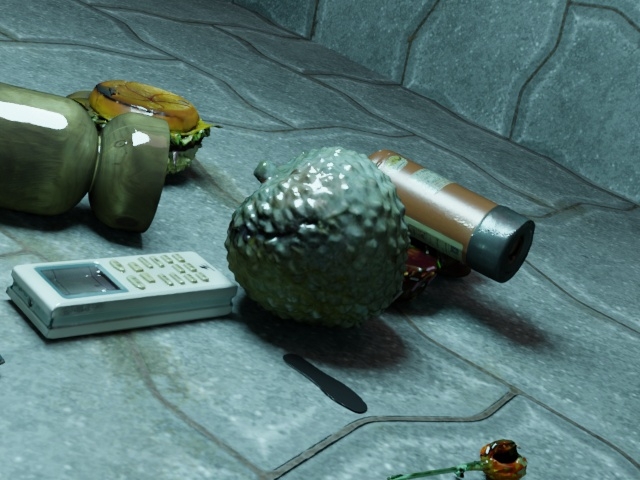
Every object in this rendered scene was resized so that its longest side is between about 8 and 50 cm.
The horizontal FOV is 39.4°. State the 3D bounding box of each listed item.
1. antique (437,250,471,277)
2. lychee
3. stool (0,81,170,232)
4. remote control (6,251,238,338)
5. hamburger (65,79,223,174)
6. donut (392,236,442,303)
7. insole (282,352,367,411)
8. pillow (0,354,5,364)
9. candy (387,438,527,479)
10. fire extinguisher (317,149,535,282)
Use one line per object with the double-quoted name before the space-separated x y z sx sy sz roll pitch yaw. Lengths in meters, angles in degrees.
"antique" 0.193 -0.021 1.640 0.143 0.121 0.257 2 25 -22
"lychee" 0.000 0.000 1.228 0.274 0.255 0.255 57 16 -12
"stool" -0.371 -0.119 1.305 0.264 0.179 0.179 10 22 -22
"remote control" -0.242 0.062 1.134 0.277 0.055 0.103 -4 30 -47
"hamburger" -0.322 -0.195 1.593 0.243 0.138 0.262 33 24 36
"donut" 0.081 0.025 1.463 0.235 0.089 0.235 18 20 -7
"insole" 0.005 0.179 1.131 0.135 0.002 0.045 31 22 28
"pillow" -0.463 0.055 0.942 0.189 0.034 0.255 -1 37 -43
"candy" 0.156 0.261 1.019 0.185 0.049 0.055 -2 21 -26
"fire extinguisher" 0.174 -0.054 1.494 0.376 0.113 0.200 30 -3 28
